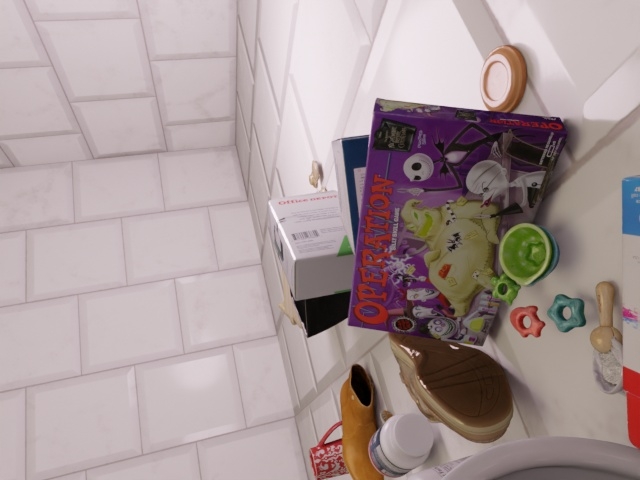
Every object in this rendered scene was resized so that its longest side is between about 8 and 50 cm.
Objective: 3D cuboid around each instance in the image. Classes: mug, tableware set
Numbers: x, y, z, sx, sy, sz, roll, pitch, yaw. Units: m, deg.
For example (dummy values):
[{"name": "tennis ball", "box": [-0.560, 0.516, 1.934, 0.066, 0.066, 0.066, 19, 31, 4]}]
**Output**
[{"name": "mug", "box": [0.052, 0.649, 1.441, 0.113, 0.169, 0.150, 101, 155, -54]}, {"name": "tableware set", "box": [-0.010, -0.167, 1.480, 0.141, 0.020, 0.168, 140, 118, -75]}]

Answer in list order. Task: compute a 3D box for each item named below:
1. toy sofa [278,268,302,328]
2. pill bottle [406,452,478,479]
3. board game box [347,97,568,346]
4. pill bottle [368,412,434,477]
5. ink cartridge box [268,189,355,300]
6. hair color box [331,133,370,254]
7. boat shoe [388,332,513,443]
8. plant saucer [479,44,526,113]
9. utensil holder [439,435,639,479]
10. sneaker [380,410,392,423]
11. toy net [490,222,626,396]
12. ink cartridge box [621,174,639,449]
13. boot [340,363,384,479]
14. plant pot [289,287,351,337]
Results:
[{"name": "toy sofa", "box": [-0.042, 0.089, 1.490, 0.177, 0.150, 0.362, 34, 133, 52]}, {"name": "pill bottle", "box": [0.187, 0.389, 0.663, 0.131, 0.229, 0.131, 171, 90, -76]}, {"name": "board game box", "box": [0.152, -0.002, 0.614, 0.056, 0.208, 0.346, -68, -15, -50]}, {"name": "pill bottle", "box": [0.171, 0.427, 0.984, 0.180, 0.108, 0.108, 103, 153, -54]}, {"name": "ink cartridge box", "box": [0.000, 0.000, 1.173, 0.289, 0.211, 0.121, -118, 24, -53]}, {"name": "hair color box", "box": [0.085, -0.099, 0.832, 0.347, 0.105, 0.173, -96, -1, -78]}, {"name": "boat shoe", "box": [0.204, 0.232, 0.753, 0.341, 0.122, 0.110, -124, 23, -79]}, {"name": "plant saucer", "box": [0.226, -0.201, 0.589, 0.083, 0.013, 0.083, 171, 90, -74]}, {"name": "utensil holder", "box": [0.223, 0.424, 0.375, 0.327, 0.328, 0.385, -127, 30, -60]}, {"name": "sneaker", "box": [0.170, 0.459, 1.155, 0.083, 0.032, 0.036, -124, 29, -59]}, {"name": "toy net", "box": [0.263, 0.089, 0.498, 0.122, 0.045, 0.232, -63, 35, 31]}, {"name": "ink cartridge box", "box": [0.302, 0.065, 0.334, 0.134, 0.078, 0.230, -154, 56, -73]}, {"name": "boot", "box": [0.112, 0.503, 1.262, 0.211, 0.104, 0.295, 96, 163, -46]}, {"name": "plant pot", "box": [0.013, 0.119, 1.268, 0.188, 0.167, 0.187, -121, 23, -52]}]
